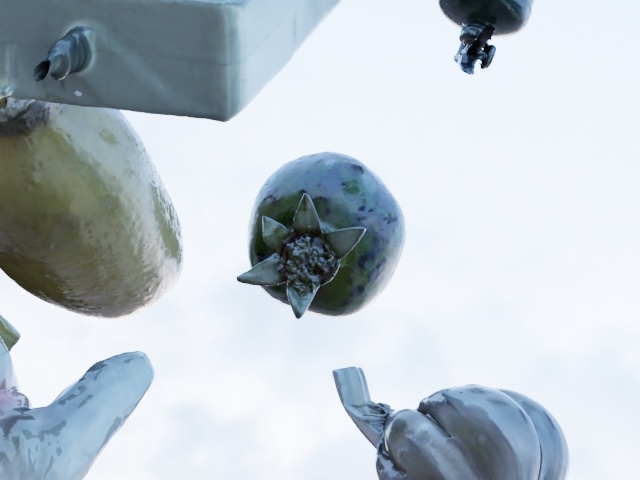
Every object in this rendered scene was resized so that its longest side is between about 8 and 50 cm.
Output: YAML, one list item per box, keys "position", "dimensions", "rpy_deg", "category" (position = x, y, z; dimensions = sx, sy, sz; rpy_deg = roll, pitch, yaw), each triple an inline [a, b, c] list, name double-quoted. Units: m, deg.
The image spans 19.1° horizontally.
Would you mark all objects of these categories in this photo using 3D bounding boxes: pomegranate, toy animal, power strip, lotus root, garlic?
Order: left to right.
- position: [-0.289, 0.173, 1.195]
  dimensions: [0.188, 0.266, 0.308]
  rpy_deg: [36, -38, -19]
  category: "toy animal"
- position: [-0.188, -0.025, 1.430]
  dimensions: [0.146, 0.131, 0.303]
  rpy_deg: [-12, -33, 10]
  category: "lotus root"
- position: [-0.024, -0.127, 0.709]
  dimensions: [0.106, 0.367, 0.043]
  rpy_deg: [6, -62, 16]
  category: "power strip"
- position: [-0.004, -0.005, 1.612]
  dimensions: [0.148, 0.149, 0.169]
  rpy_deg: [8, -2, 20]
  category: "pomegranate"
- position: [0.088, 0.143, 1.322]
  dimensions: [0.194, 0.127, 0.131]
  rpy_deg: [38, -4, 38]
  category: "garlic"

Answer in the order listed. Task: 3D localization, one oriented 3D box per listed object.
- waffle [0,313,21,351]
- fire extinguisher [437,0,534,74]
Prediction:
- position: [-0.350, 0.030, 1.633]
  dimensions: [0.168, 0.057, 0.274]
  rpy_deg: [48, -11, -16]
  category: "waffle"
- position: [0.169, -0.267, 1.775]
  dimensions: [0.093, 0.294, 0.118]
  rpy_deg: [20, -19, -6]
  category: "fire extinguisher"
